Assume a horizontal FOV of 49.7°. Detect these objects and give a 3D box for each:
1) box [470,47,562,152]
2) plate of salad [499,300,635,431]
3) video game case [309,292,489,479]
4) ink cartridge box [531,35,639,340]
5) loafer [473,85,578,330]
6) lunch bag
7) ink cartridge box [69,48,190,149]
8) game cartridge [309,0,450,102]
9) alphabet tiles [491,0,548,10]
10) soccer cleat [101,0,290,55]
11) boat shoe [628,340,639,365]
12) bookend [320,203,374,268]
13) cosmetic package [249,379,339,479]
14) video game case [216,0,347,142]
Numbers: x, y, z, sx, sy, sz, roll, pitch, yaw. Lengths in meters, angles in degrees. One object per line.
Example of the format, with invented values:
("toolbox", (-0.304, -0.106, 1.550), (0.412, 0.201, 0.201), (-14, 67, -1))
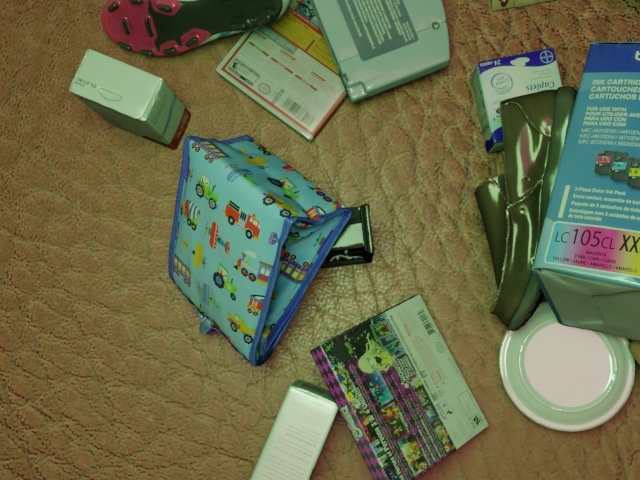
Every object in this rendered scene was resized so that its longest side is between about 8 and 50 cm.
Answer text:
("box", (0.320, -0.223, 1.109), (0.126, 0.072, 0.137), (-11, 83, 2))
("plate of salad", (0.377, 0.191, 1.066), (0.200, 0.048, 0.199), (-2, 79, 9))
("video game case", (0.121, 0.221, 1.025), (0.210, 0.042, 0.232), (-23, 81, -35))
("ink cartridge box", (0.430, -0.087, 0.959), (0.151, 0.270, 0.395), (13, 74, 30))
("loafer", (0.298, -0.049, 1.041), (0.130, 0.134, 0.365), (11, 93, 23))
("lunch bag", (-0.124, 0.027, 1.010), (0.221, 0.138, 0.293), (39, 119, 28))
("ink cartridge box", (-0.291, -0.216, 1.083), (0.127, 0.175, 0.072), (23, 85, 5))
("game cartridge", (0.088, -0.391, 1.125), (0.198, 0.062, 0.297), (-20, 82, -4))
("alphabet tiles", (0.329, -0.495, 1.100), (0.198, 0.009, 0.237), (-10, 123, 1))
("soccer cleat", (-0.197, -0.386, 1.146), (0.331, 0.143, 0.116), (-3, 125, 18))
("boat shoe", (0.580, 0.247, 1.028), (0.116, 0.123, 0.324), (-35, 91, 28))
("bookend", (0.000, 0.000, 1.053), (0.156, 0.157, 0.072), (-6, 82, 1))
("cosmetic package", (-0.048, 0.332, 1.034), (0.085, 0.117, 0.231), (21, 85, 6))
("video game case", (-0.010, -0.335, 1.161), (0.204, 0.025, 0.285), (37, 86, 7))
